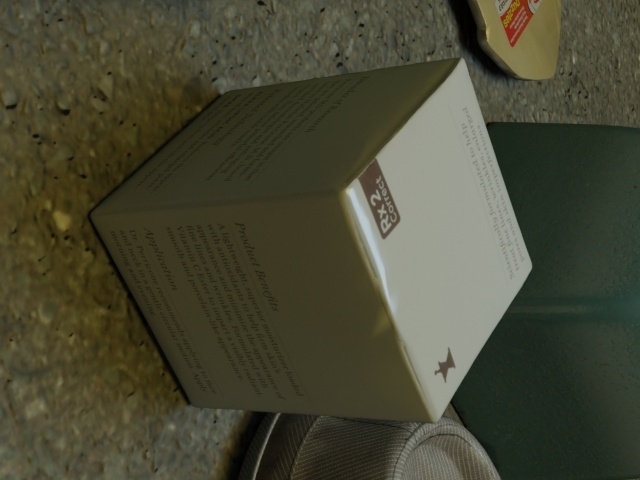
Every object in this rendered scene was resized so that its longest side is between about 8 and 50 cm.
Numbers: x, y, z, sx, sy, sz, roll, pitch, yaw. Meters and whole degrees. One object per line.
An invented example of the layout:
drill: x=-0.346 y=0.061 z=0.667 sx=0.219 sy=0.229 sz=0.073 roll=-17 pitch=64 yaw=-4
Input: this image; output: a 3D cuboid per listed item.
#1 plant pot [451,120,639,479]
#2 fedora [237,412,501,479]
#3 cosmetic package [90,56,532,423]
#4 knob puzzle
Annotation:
plant pot: x=0.263 y=0.051 z=0.972 sx=0.247 sy=0.252 sz=0.247 roll=58 pitch=45 yaw=-33
fedora: x=0.053 y=0.221 z=0.781 sx=0.244 sy=0.124 sz=0.275 roll=-21 pitch=104 yaw=-52
cosmetic package: x=0.000 y=0.000 z=0.671 sx=0.151 sy=0.184 sz=0.151 roll=-50 pitch=127 yaw=-43
knob puzzle: x=0.177 y=-0.234 z=1.059 sx=0.213 sy=0.030 sz=0.213 roll=7 pitch=82 yaw=-54
